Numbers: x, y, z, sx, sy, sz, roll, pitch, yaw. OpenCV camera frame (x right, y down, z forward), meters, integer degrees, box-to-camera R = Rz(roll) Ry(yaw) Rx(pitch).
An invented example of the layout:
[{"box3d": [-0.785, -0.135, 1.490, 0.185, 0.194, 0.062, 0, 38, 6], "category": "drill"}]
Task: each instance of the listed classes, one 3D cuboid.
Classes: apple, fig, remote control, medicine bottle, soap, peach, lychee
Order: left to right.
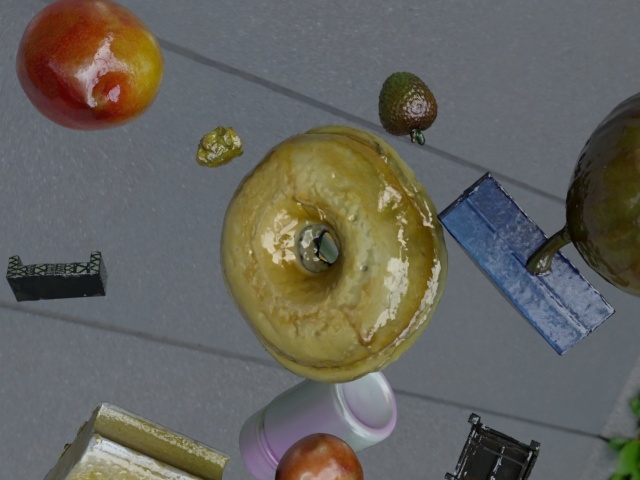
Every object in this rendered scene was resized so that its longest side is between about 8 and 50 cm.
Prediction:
[{"box3d": [-0.491, -0.371, 1.614, 0.307, 0.332, 0.308, -11, 127, -15], "category": "peach"}, {"box3d": [-0.397, 0.530, 1.601, 0.335, 0.156, 0.293, 32, 113, -21], "category": "soap"}, {"box3d": [-0.014, 0.457, 1.868, 0.219, 0.219, 0.388, 32, 129, -27], "category": "medicine bottle"}, {"box3d": [-0.003, 0.408, 1.274, 0.163, 0.139, 0.164, -5, 104, -19], "category": "apple"}, {"box3d": [0.000, 0.001, 1.585, 0.038, 0.309, 0.090, -37, 73, 1], "category": "remote control"}, {"box3d": [0.164, -0.247, 1.410, 0.114, 0.114, 0.147, -10, 79, -18], "category": "lychee"}, {"box3d": [0.312, -0.020, 0.783, 0.216, 0.321, 0.217, 8, 72, -25], "category": "fig"}]

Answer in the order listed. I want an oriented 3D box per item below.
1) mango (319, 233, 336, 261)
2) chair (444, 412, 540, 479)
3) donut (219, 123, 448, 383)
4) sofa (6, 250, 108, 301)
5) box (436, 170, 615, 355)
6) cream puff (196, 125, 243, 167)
[{"box3d": [-0.004, 0.071, 1.846, 0.102, 0.141, 0.217, -5, 123, -20], "category": "mango"}, {"box3d": [0.265, 0.354, 1.150, 0.113, 0.106, 0.229, -62, 157, -14], "category": "chair"}, {"box3d": [0.011, 0.022, 1.299, 0.198, 0.448, 0.449, 6, 109, -60], "category": "donut"}, {"box3d": [-0.344, 0.047, 0.985, 0.117, 0.039, 0.060, -4, 143, -6], "category": "sofa"}, {"box3d": [0.318, 0.035, 1.172, 0.116, 0.279, 0.261, -41, 78, 10], "category": "box"}, {"box3d": [-0.182, -0.165, 1.332, 0.083, 0.058, 0.083, -9, 150, -50], "category": "cream puff"}]
